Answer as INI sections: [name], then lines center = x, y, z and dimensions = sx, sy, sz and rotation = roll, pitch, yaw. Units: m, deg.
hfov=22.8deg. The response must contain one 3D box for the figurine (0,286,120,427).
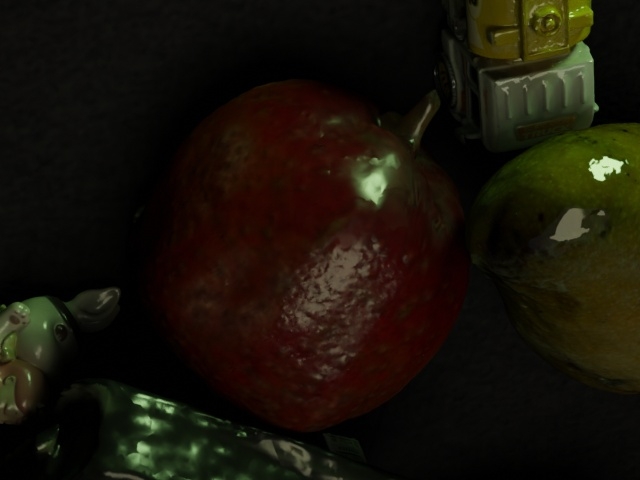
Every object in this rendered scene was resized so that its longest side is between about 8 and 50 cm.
[figurine]
center = -0.206, 0.086, 1.089
dimensions = 0.146, 0.081, 0.098
rotation = -4, 85, -14

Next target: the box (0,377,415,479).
[box]
center = -0.080, 0.229, 1.115
dimensions = 0.350, 0.091, 0.359
rotation = 22, 146, -22

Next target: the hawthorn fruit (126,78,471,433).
[hawthorn fruit]
center = 0.000, 0.000, 1.025
dimensions = 0.215, 0.215, 0.249
rotation = 31, 106, -29

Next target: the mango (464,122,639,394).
[mango]
center = 0.208, 0.006, 1.070
dimensions = 0.176, 0.175, 0.329
rotation = -55, 143, -8

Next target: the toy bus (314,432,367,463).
[toy bus]
center = -0.006, 0.212, 1.237
dimensions = 0.037, 0.052, 0.130
rotation = 15, 116, -26

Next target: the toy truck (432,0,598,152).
[toy truck]
center = 0.123, -0.165, 1.005
dimensions = 0.098, 0.114, 0.227
rotation = -13, 123, -8
